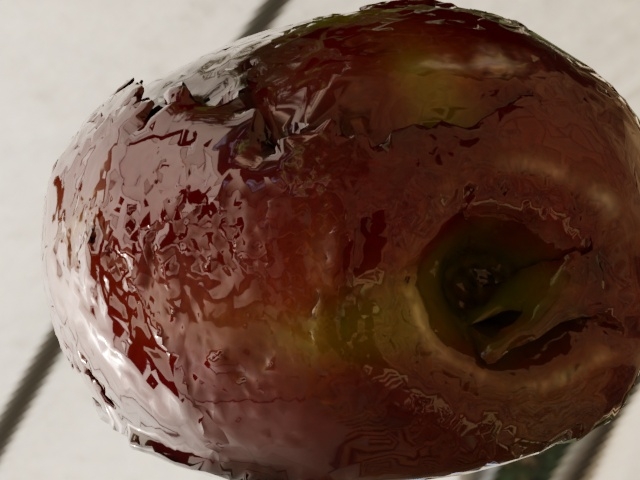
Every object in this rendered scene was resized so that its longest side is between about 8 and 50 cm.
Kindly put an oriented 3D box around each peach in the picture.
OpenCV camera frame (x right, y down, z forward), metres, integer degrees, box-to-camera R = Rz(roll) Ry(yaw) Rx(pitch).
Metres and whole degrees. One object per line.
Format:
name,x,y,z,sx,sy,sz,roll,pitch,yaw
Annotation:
peach,0.000,-0.007,0.425,0.172,0.127,0.092,14,119,50
